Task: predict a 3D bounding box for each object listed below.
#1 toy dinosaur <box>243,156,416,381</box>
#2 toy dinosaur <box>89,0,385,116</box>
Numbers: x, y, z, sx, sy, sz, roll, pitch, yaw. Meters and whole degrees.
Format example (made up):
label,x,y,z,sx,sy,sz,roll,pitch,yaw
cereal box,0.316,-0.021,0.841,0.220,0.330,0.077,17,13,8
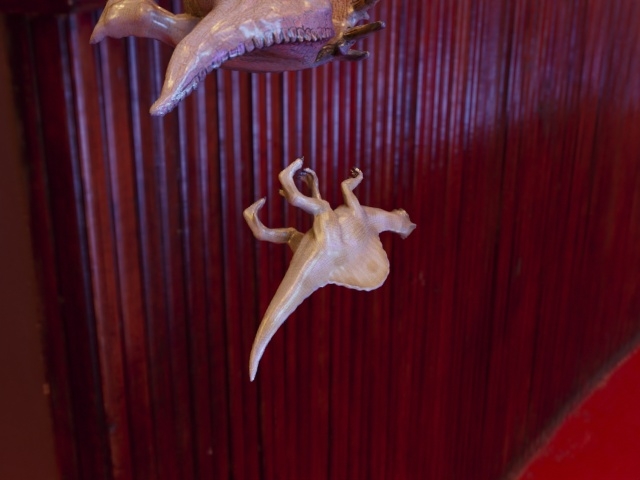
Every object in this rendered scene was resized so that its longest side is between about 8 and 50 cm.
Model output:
label,x,y,z,sx,sy,sz,roll,pitch,yaw
toy dinosaur,0.000,0.000,0.590,0.092,0.053,0.183,48,48,5
toy dinosaur,-0.035,-0.159,0.650,0.200,0.127,0.296,24,26,-15
